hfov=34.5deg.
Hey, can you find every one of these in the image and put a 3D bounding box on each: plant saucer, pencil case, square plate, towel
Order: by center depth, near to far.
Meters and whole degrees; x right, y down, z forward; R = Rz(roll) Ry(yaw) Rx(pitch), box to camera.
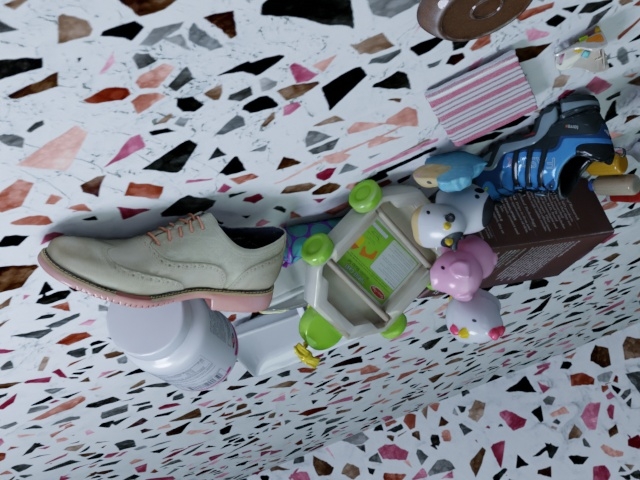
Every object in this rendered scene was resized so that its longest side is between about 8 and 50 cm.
[{"bbox_3d":[0.202,-0.298,1.282,0.168,0.029,0.168,-18,160,-7],"label":"plant saucer"},{"bbox_3d":[0.241,-0.211,1.537,0.144,0.029,0.197,-26,156,12],"label":"towel"},{"bbox_3d":[0.000,0.000,1.764,0.151,0.070,0.064,-9,-167,-25],"label":"pencil case"},{"bbox_3d":[-0.022,0.183,2.221,0.347,0.049,0.344,-21,160,1],"label":"square plate"}]

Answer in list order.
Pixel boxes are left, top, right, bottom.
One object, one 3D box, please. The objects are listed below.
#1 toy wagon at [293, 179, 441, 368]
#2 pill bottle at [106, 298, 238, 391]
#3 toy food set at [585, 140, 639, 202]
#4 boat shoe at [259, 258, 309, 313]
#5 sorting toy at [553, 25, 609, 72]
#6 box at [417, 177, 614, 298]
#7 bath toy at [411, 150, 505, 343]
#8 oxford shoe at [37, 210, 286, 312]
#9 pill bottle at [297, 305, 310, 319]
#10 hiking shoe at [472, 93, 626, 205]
[{"bbox_3d":[0.070,0.064,1.749,0.344,0.068,0.267,-47,129,-3],"label":"toy wagon"},{"bbox_3d":[-0.255,0.163,1.795,0.160,0.160,0.283,-23,159,4],"label":"pill bottle"},{"bbox_3d":[0.590,-0.131,1.966,0.232,0.111,0.104,-17,-168,-39],"label":"toy food set"},{"bbox_3d":[0.001,0.057,1.858,0.305,0.109,0.091,-16,164,-5],"label":"boat shoe"},{"bbox_3d":[0.376,-0.272,1.497,0.075,0.045,0.083,-17,161,11],"label":"sorting toy"},{"bbox_3d":[0.355,-0.008,1.986,0.381,0.143,0.191,-5,153,-32],"label":"box"},{"bbox_3d":[0.239,0.032,1.720,0.151,0.129,0.348,-19,116,-12],"label":"bath toy"},{"bbox_3d":[-0.228,0.013,1.556,0.397,0.140,0.147,5,117,-40],"label":"oxford shoe"},{"bbox_3d":[0.036,0.083,1.951,0.184,0.103,0.103,-20,159,-1],"label":"pill bottle"},{"bbox_3d":[0.356,-0.116,1.725,0.113,0.132,0.304,-2,152,-40],"label":"hiking shoe"}]
